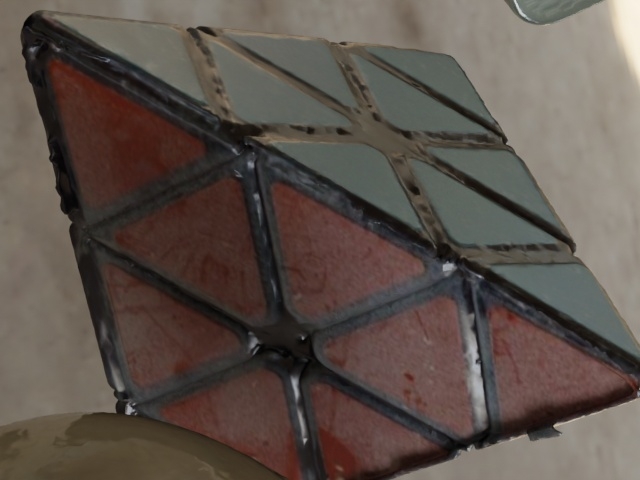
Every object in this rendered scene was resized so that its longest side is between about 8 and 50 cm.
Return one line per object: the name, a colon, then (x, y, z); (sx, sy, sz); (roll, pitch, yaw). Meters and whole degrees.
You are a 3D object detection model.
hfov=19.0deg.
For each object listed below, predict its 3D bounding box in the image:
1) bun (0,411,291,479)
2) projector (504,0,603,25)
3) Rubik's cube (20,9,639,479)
bun: (-0.058, 0.134, 0.506); (0.120, 0.173, 0.173); (-155, -132, -78)
projector: (0.188, -0.253, 1.164); (0.108, 0.250, 0.198); (64, -2, -37)
Rubik's cube: (0.000, 0.000, 0.671); (0.211, 0.190, 0.178); (34, 40, 1)
